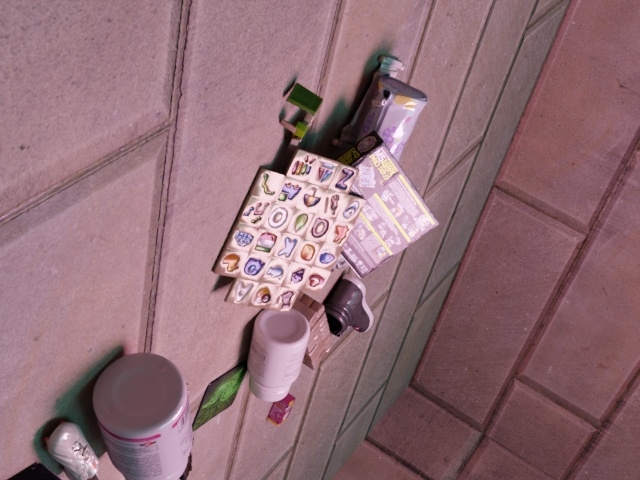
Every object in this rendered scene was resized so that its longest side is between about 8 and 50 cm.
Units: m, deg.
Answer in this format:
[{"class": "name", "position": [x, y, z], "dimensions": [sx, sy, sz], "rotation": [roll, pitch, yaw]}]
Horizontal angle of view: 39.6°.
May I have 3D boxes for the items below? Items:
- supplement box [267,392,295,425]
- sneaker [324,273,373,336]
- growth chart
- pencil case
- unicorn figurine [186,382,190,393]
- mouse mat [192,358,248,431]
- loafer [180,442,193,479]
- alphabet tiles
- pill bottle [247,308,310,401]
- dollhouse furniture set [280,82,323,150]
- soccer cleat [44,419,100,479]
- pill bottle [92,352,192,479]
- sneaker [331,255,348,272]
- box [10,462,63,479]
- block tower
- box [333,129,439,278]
[{"class": "supplement box", "position": [-0.114, 0.488, 2.586], "dimensions": [0.055, 0.043, 0.083], "rotation": [-26, 143, -57]}, {"class": "sneaker", "position": [0.067, 0.222, 2.560], "dimensions": [0.147, 0.105, 0.295], "rotation": [-50, 154, -20]}, {"class": "growth chart", "position": [0.111, -0.298, 1.957], "dimensions": [0.237, 0.021, 0.172], "rotation": [-61, 163, 6]}, {"class": "pencil case", "position": [0.131, -0.215, 1.920], "dimensions": [0.124, 0.114, 0.273], "rotation": [-40, 156, -61]}, {"class": "unicorn figurine", "position": [-0.311, 0.337, 1.810], "dimensions": [0.111, 0.060, 0.162], "rotation": [-50, 144, -24]}, {"class": "mouse mat", "position": [-0.236, 0.368, 2.126], "dimensions": [0.190, 0.007, 0.152], "rotation": [-28, 145, -60]}, {"class": "loafer", "position": [-0.307, 0.456, 1.954], "dimensions": [0.078, 0.080, 0.220], "rotation": [-47, 158, -32]}, {"class": "alphabet tiles", "position": [-0.056, -0.011, 1.777], "dimensions": [0.285, 0.011, 0.342], "rotation": [13, 109, -42]}, {"class": "pill bottle", "position": [-0.106, 0.275, 2.117], "dimensions": [0.131, 0.131, 0.229], "rotation": [-42, 155, -42]}, {"class": "dollhouse furniture set", "position": [-0.044, -0.230, 1.653], "dimensions": [0.076, 0.059, 0.151], "rotation": [-61, -177, -19]}, {"class": "soccer cleat", "position": [-0.417, 0.371, 1.530], "dimensions": [0.068, 0.076, 0.196], "rotation": [-49, 159, -29]}, {"class": "pill bottle", "position": [-0.315, 0.339, 1.616], "dimensions": [0.160, 0.160, 0.283], "rotation": [-48, 159, -32]}, {"class": "sneaker", "position": [0.000, 0.000, 2.027], "dimensions": [0.330, 0.123, 0.146], "rotation": [-27, 126, -57]}, {"class": "box", "position": [-0.520, 0.569, 1.412], "dimensions": [0.296, 0.183, 0.294], "rotation": [-26, 145, -59]}, {"class": "block tower", "position": [-0.039, 0.234, 2.297], "dimensions": [0.091, 0.097, 0.335], "rotation": [-52, 162, -17]}, {"class": "box", "position": [0.101, -0.071, 1.899], "dimensions": [0.216, 0.060, 0.270], "rotation": [-37, 128, 5]}]
